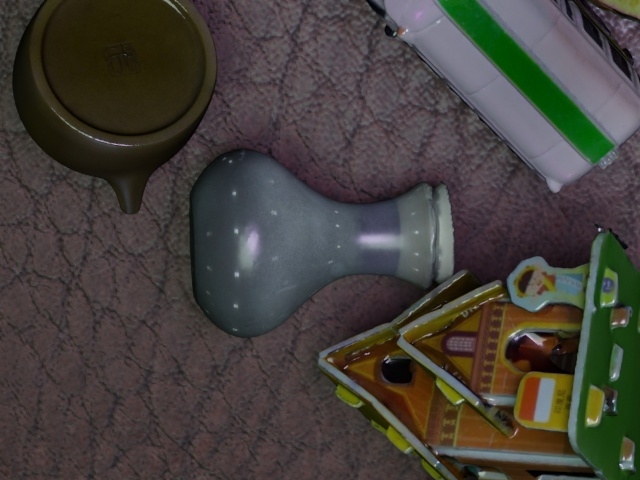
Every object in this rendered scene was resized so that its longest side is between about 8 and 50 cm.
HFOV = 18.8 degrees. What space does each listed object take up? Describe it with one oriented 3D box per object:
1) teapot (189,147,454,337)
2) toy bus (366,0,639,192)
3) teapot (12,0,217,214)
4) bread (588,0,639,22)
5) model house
[{"bbox_3d":[0.000,0.000,1.866,0.251,0.183,0.183,-2,104,-5],"label":"teapot"},{"bbox_3d":[0.160,-0.194,1.757,0.143,0.179,0.305,-39,118,14],"label":"toy bus"},{"bbox_3d":[-0.207,-0.158,1.847,0.186,0.175,0.267,-10,78,-22],"label":"teapot"},{"bbox_3d":[0.327,-0.346,1.767,0.301,0.045,0.301,-6,108,-19],"label":"bread"},{"bbox_3d":[0.141,0.189,1.796,0.324,0.300,0.340,2,68,26],"label":"model house"}]
